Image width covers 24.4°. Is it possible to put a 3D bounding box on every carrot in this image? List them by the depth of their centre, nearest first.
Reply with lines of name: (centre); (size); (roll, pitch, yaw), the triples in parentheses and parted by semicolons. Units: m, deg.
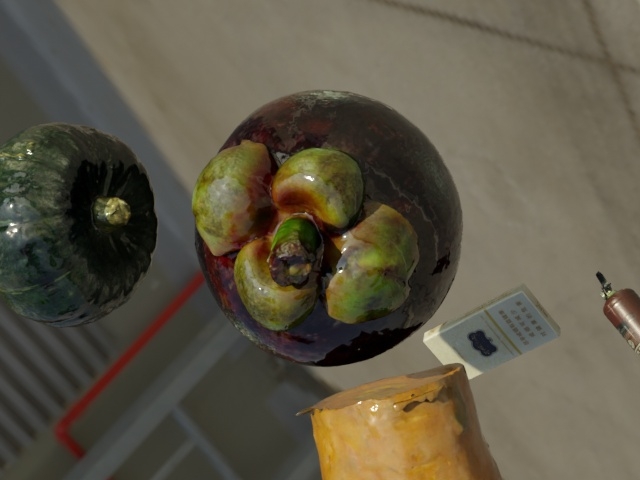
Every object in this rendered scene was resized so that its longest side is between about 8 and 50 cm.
carrot: (0.115, 0.319, 1.674); (0.224, 0.224, 0.341); (-9, 98, 70)

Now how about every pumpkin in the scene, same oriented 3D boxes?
pumpkin: (-0.250, -0.019, 1.485); (0.152, 0.212, 0.212); (0, 145, 21)

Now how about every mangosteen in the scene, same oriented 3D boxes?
mangosteen: (0.002, -0.001, 1.556); (0.300, 0.300, 0.300); (39, 164, 14)

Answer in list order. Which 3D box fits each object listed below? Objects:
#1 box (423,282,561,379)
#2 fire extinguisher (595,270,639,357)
box: (0.232, 0.128, 2.013); (0.167, 0.024, 0.090); (-29, 113, 29)
fire extinguisher: (0.352, 0.102, 1.606); (0.158, 0.043, 0.064); (55, -177, 28)
